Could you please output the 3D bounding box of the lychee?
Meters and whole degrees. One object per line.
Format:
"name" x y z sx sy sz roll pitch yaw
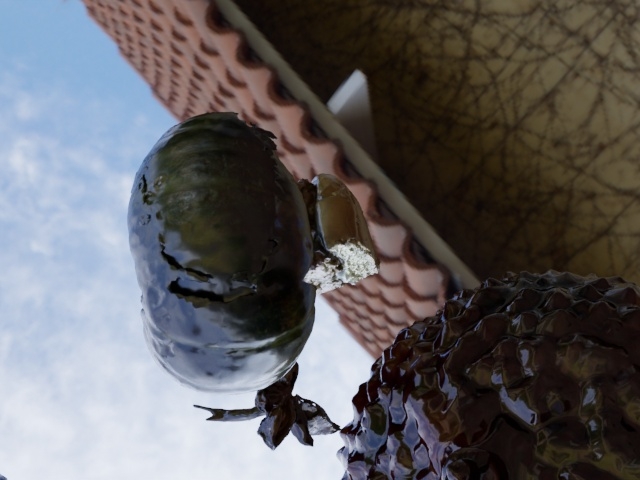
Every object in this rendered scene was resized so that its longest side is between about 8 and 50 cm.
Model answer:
"lychee" 0.213 0.230 0.828 0.500 0.424 0.425 24 -151 -49

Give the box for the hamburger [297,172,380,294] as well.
"hamburger" 0.000 0.000 1.368 0.282 0.155 0.245 -101 -7 -61

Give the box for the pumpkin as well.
"pumpkin" -0.113 0.026 1.018 0.192 0.320 0.320 -8 -136 -11

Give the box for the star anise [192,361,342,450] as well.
"star anise" -0.077 0.240 1.220 0.140 0.144 0.158 56 -153 12

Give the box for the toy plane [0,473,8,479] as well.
"toy plane" -0.388 0.291 1.065 0.062 0.167 0.054 22 -105 -17
